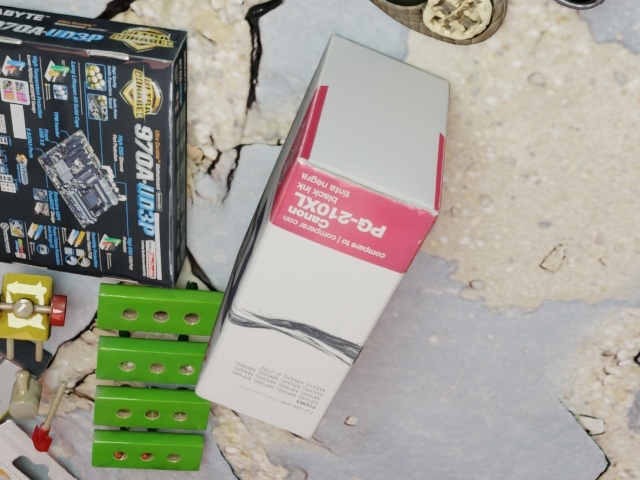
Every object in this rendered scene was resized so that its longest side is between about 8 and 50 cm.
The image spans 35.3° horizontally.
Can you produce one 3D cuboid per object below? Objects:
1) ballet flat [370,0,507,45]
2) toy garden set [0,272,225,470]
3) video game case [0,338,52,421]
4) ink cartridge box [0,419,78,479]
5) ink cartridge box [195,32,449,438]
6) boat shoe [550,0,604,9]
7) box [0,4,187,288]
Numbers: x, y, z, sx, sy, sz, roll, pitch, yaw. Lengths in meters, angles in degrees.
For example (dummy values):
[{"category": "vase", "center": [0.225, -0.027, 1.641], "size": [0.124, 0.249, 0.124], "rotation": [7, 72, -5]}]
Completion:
[{"category": "ballet flat", "center": [0.023, -0.207, 0.644], "size": [0.250, 0.058, 0.084], "rotation": [39, 125, -20]}, {"category": "toy garden set", "center": [-0.202, 0.119, 0.933], "size": [0.203, 0.049, 0.244], "rotation": [5, 131, -10]}, {"category": "video game case", "center": [-0.442, 0.116, 0.993], "size": [0.274, 0.035, 0.248], "rotation": [35, 125, -17]}, {"category": "ink cartridge box", "center": [-0.384, 0.272, 1.071], "size": [0.224, 0.056, 0.181], "rotation": [-30, 134, -1]}, {"category": "ink cartridge box", "center": [0.000, 0.000, 0.738], "size": [0.100, 0.172, 0.237], "rotation": [21, 128, -6]}, {"category": "boat shoe", "center": [0.110, -0.220, 0.615], "size": [0.206, 0.065, 0.075], "rotation": [38, 124, -19]}, {"category": "box", "center": [-0.195, -0.069, 0.795], "size": [0.175, 0.051, 0.220], "rotation": [8, 128, 3]}]
